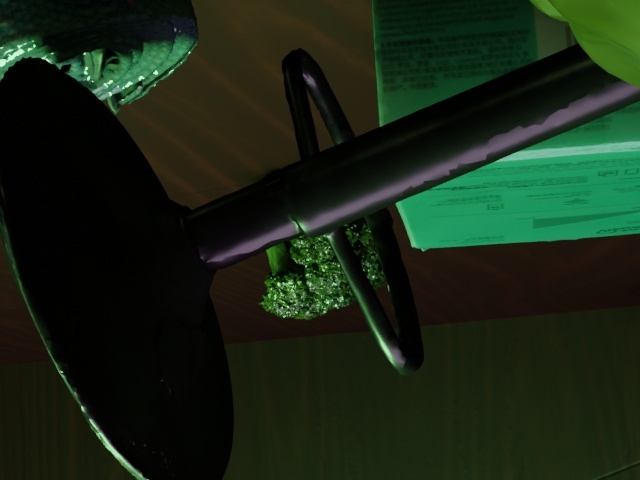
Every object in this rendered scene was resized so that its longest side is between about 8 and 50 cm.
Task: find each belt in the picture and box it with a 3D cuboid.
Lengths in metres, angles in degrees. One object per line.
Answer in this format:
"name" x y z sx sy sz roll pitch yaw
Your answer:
"belt" -0.135 -0.117 0.965 0.147 0.082 0.163 -10 169 -33

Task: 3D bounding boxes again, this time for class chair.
"chair" 0.079 -0.054 0.837 0.401 0.227 0.226 -23 166 15

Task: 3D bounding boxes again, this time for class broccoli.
"broccoli" 0.000 0.000 1.634 0.138 0.146 0.162 30 -175 -7

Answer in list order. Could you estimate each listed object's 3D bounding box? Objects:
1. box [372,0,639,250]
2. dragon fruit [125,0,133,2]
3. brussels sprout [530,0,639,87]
"box" 0.143 -0.077 1.214 0.205 0.118 0.311 -3 170 7
"dragon fruit" -0.143 -0.149 0.827 0.126 0.068 0.112 5 176 11
"brussels sprout" 0.118 -0.143 0.327 0.344 0.268 0.344 3 168 1
